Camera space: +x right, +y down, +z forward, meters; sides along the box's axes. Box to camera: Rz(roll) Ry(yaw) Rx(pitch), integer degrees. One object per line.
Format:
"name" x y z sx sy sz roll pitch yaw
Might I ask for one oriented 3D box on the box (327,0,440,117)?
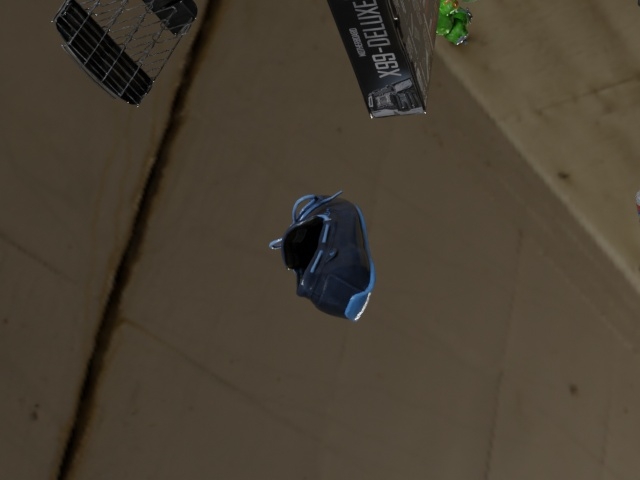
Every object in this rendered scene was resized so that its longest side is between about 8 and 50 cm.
"box" 0.072 -0.339 1.362 0.307 0.076 0.243 63 -150 -50

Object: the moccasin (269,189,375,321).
"moccasin" 0.000 0.000 1.689 0.116 0.138 0.342 18 -166 -15

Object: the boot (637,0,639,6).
"boot" 0.583 -0.370 1.714 0.161 0.083 0.246 50 -128 -5

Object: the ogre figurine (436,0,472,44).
"ogre figurine" 0.186 -0.391 1.911 0.197 0.096 0.118 44 -158 -43

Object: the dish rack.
"dish rack" -0.311 -0.344 1.776 0.208 0.074 0.272 45 -131 -28

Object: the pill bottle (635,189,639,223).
"pill bottle" 0.620 0.013 1.947 0.124 0.124 0.222 -40 -60 -56

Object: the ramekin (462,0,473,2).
"ramekin" 0.352 -0.560 2.005 0.148 0.303 0.303 60 -146 -14
